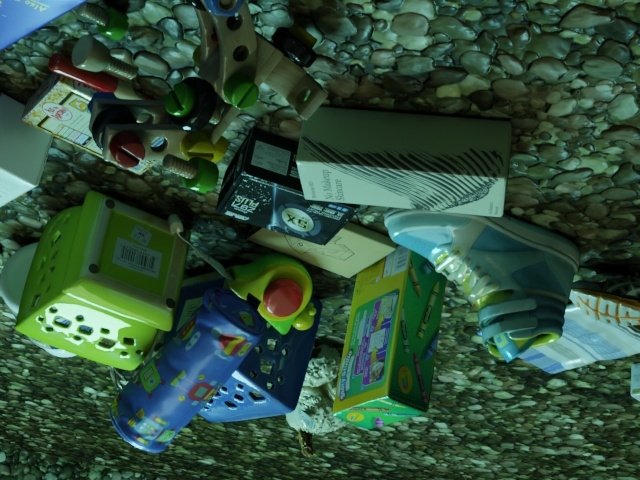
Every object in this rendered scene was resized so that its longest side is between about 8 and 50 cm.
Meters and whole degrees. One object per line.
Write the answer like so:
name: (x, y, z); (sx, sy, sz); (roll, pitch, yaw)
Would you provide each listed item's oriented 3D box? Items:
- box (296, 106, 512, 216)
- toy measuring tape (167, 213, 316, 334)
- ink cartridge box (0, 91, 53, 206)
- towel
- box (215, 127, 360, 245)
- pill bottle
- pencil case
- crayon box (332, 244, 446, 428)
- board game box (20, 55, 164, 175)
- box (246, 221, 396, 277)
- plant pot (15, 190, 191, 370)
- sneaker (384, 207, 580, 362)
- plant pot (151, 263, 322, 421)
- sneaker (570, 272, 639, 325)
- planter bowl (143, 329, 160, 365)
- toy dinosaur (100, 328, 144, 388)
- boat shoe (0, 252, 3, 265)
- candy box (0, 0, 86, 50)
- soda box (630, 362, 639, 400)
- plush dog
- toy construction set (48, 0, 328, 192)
box: (0.113, -0.105, 1.408); (0.275, 0.094, 0.113); (5, 153, 10)
toy measuring tape: (-0.111, 0.039, 1.795); (0.121, 0.121, 0.330); (-16, 130, 42)
ink cartridge box: (-0.563, -0.133, 1.574); (0.207, 0.117, 0.283); (29, 148, -34)
towel: (0.457, 0.179, 1.926); (0.209, 0.034, 0.285); (28, 149, -30)
box: (-0.045, -0.074, 1.548); (0.180, 0.077, 0.147); (18, 154, -15)
pill bottle: (-0.512, 0.123, 2.032); (0.153, 0.153, 0.264); (9, 154, 3)
pencil case: (-0.221, 0.207, 1.744); (0.306, 0.133, 0.119); (-49, 142, 15)
crayon box: (0.115, 0.154, 1.721); (0.081, 0.278, 0.165); (23, 151, -23)
board game box: (-0.302, -0.170, 1.486); (0.194, 0.045, 0.147); (25, 151, -28)
box: (0.000, 0.000, 1.747); (0.201, 0.021, 0.164); (20, 153, -21)
plant pot: (-0.351, 0.060, 1.779); (0.228, 0.227, 0.207); (24, 145, -26)
sneaker: (0.238, 0.065, 1.578); (0.319, 0.208, 0.127); (16, 155, -10)
plant pot: (-0.166, 0.182, 1.946); (0.236, 0.236, 0.212); (-13, 140, 40)
sneaker: (0.502, 0.087, 1.675); (0.215, 0.083, 0.084); (8, 155, 15)
planter bowl: (-0.290, 0.175, 2.079); (0.109, 0.162, 0.162); (-7, 163, -28)
toy dinosaur: (-0.352, 0.265, 2.192); (0.200, 0.295, 0.127); (-25, 127, -14)
boat shoe: (-0.721, 0.076, 2.076); (0.109, 0.098, 0.302); (30, 148, -35)
candy box: (-0.403, -0.331, 1.113); (0.317, 0.122, 0.268); (-15, 145, 39)
soda box: (0.690, 0.301, 2.047); (0.216, 0.069, 0.074); (31, 147, -35)
plush dog: (0.041, 0.337, 2.260); (0.226, 0.210, 0.262); (-9, 163, -23)
toy construction set: (-0.141, -0.181, 1.251); (0.309, 0.257, 0.237); (14, 176, 45)
